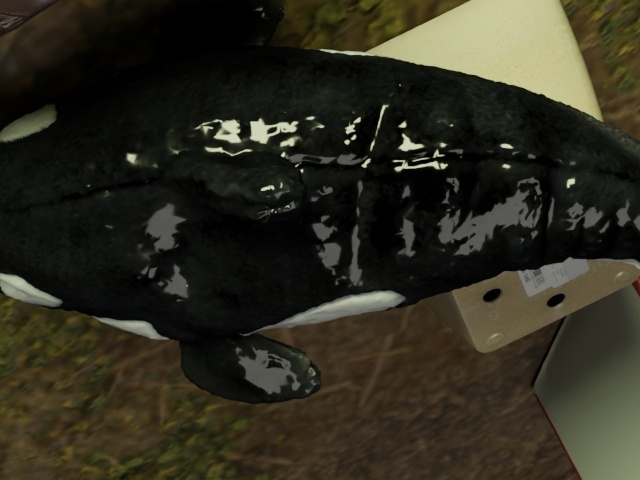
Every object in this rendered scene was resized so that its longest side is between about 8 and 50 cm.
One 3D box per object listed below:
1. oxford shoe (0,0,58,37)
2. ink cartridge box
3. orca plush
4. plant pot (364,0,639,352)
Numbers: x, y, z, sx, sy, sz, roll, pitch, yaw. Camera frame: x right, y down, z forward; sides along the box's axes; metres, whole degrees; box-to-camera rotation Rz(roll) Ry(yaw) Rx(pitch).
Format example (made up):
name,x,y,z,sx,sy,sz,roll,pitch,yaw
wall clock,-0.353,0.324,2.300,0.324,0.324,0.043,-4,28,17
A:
name,x,y,z,sx,sy,sz,roll,pitch,yaw
oxford shoe,-0.195,-0.125,0.376,0.364,0.130,0.133,19,130,-40
ink cartridge box,0.225,0.074,0.809,0.176,0.128,0.127,-6,137,-23
orca plush,0.000,0.000,0.546,0.287,0.102,0.151,15,101,8
plant pot,0.070,-0.021,0.648,0.109,0.096,0.109,-25,141,2
